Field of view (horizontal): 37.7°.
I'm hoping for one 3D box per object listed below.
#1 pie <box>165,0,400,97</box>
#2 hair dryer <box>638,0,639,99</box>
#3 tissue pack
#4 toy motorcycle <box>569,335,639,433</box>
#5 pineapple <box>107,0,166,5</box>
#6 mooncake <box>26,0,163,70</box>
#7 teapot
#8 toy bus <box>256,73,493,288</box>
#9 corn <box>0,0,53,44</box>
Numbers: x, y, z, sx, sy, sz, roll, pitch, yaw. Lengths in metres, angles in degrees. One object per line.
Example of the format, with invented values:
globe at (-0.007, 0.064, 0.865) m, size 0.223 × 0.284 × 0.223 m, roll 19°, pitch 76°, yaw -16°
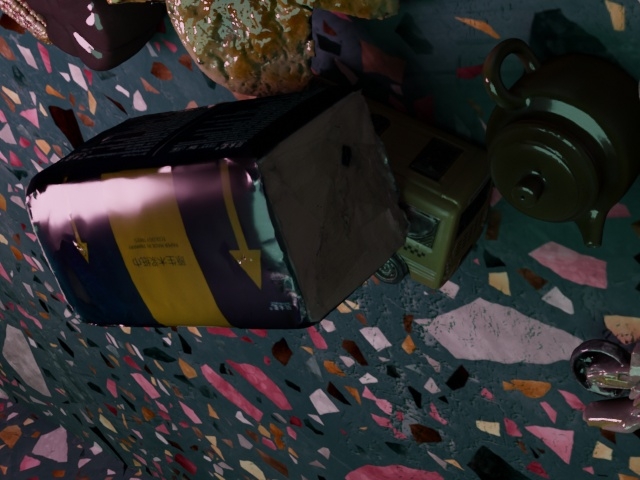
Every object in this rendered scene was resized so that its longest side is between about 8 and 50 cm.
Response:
pie at (-0.066, -0.339, 1.194) m, size 0.337 × 0.075 × 0.338 m, roll 7°, pitch 121°, yaw 12°
hair dryer at (0.342, -0.269, 0.936) m, size 0.357 × 0.107 × 0.173 m, roll 52°, pitch 144°, yaw -2°
tissue pack at (-0.132, -0.040, 1.212) m, size 0.416 × 0.264 × 0.253 m, roll -5°, pitch 115°, yaw 36°
toy motorcycle at (0.515, 0.222, 1.279) m, size 0.340 × 0.108 × 0.223 m, roll -2°, pitch 121°, yaw 38°
pineapple at (-0.183, -0.379, 1.322) m, size 0.233 × 0.135 × 0.080 m, roll -1°, pitch 109°, yaw 14°
mooncake at (-0.371, -0.395, 1.502) m, size 0.245 × 0.133 × 0.245 m, roll 35°, pitch 152°, yaw 22°
teapot at (0.271, -0.112, 1.102) m, size 0.185 × 0.175 × 0.268 m, roll -18°, pitch 114°, yaw 51°
toy bus at (0.058, -0.098, 1.344) m, size 0.365 × 0.177 × 0.202 m, roll 26°, pitch 140°, yaw 18°
corn at (-0.553, -0.440, 1.681) m, size 0.237 × 0.079 × 0.079 m, roll 43°, pitch 147°, yaw -2°
